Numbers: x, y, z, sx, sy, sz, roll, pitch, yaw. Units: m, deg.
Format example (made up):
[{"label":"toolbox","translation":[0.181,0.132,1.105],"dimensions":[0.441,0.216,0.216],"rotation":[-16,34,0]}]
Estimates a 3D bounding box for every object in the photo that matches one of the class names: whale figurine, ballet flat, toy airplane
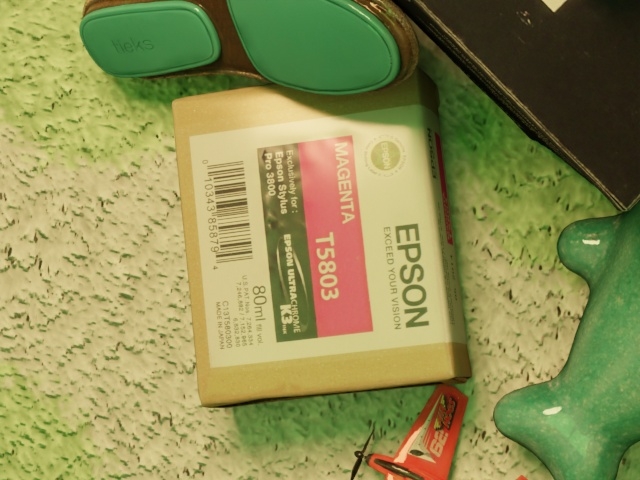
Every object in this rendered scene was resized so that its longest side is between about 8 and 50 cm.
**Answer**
[{"label":"whale figurine","translation":[0.243,0.068,1.192],"dimensions":[0.272,0.141,0.216],"rotation":[-43,80,7]},{"label":"ballet flat","translation":[-0.041,-0.172,1.239],"dimensions":[0.316,0.106,0.107],"rotation":[9,131,37]},{"label":"toy airplane","translation":[0.095,0.185,1.271],"dimensions":[0.151,0.028,0.151],"rotation":[-2,71,7]}]

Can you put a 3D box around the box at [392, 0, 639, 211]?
[{"label":"box","translation":[0.110,-0.220,1.102],"dimensions":[0.343,0.312,0.179],"rotation":[44,95,-11]}]

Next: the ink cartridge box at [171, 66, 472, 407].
[{"label":"ink cartridge box","translation":[0.000,0.000,1.272],"dimensions":[0.193,0.088,0.234],"rotation":[-8,83,12]}]
